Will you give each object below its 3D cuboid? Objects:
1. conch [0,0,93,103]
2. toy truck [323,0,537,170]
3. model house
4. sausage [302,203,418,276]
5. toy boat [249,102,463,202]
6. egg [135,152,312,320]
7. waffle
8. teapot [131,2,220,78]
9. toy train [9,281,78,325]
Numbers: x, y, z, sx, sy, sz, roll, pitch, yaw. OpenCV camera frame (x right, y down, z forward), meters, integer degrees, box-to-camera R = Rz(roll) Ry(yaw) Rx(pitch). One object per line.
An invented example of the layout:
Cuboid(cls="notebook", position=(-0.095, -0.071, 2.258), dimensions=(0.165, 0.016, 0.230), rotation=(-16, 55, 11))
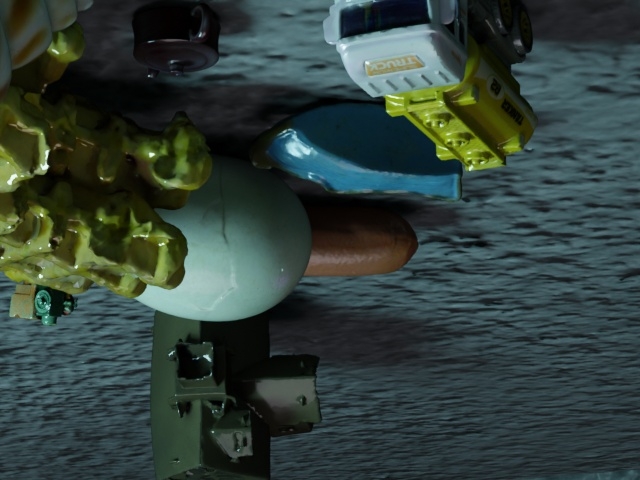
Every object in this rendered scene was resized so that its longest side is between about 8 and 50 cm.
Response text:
Cuboid(cls="conch", position=(-0.280, -0.148, 1.168), dimensions=(0.275, 0.183, 0.149), rotation=(11, 119, -36))
Cuboid(cls="toy truck", position=(0.085, -0.132, 1.281), dimensions=(0.098, 0.114, 0.227), rotation=(-8, 161, 23))
Cuboid(cls="model house", position=(-0.103, 0.163, 2.055), dimensions=(0.204, 0.211, 0.243), rotation=(-3, 162, 4))
Cuboid(cls="sausage", position=(0.000, 0.000, 1.768), dimensions=(0.194, 0.077, 0.077), rotation=(3, 162, -10))
Cuboid(cls="toy boat", position=(0.034, -0.072, 1.533), dimensions=(0.185, 0.075, 0.077), rotation=(6, 153, -11))
Cuboid(cls="egg", position=(-0.111, -0.004, 1.621), dimensions=(0.209, 0.151, 0.151), rotation=(5, 162, -15))
Cuboid(cls="waffle", position=(-0.243, -0.066, 1.404), dimensions=(0.261, 0.151, 0.324), rotation=(-2, 156, 24))
Cuboid(cls="teapot", position=(-0.106, -0.146, 1.347), dimensions=(0.068, 0.045, 0.100), rotation=(8, 162, -29))
Cuboid(cls="toy train", position=(-0.279, 0.034, 1.829), dimensions=(0.064, 0.103, 0.044), rotation=(4, 177, 41))
